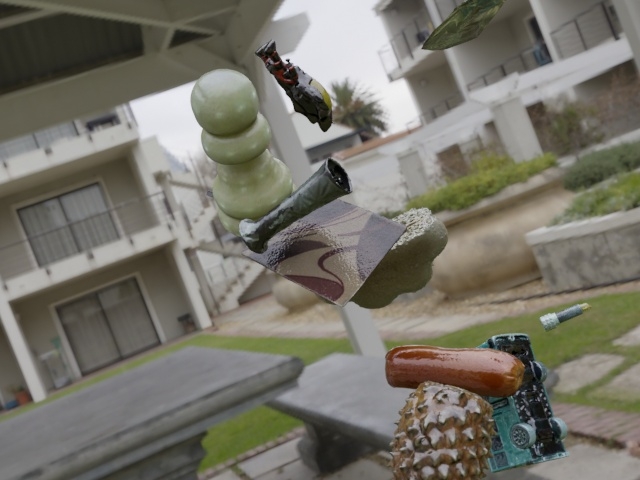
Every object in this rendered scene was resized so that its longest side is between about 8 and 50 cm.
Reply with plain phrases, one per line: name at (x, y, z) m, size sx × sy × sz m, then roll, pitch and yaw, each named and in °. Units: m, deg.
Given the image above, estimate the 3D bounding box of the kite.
kite at (0.299, -0.439, 1.410) m, size 0.169 × 0.015 × 0.310 m, roll -21°, pitch -18°, yaw -32°

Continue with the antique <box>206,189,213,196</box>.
antique at (-0.221, -0.100, 1.996) m, size 0.031 × 0.015 × 0.192 m, roll 15°, pitch -1°, yaw 27°

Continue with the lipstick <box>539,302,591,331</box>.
lipstick at (0.558, 0.168, 1.799) m, size 0.116 × 0.037 × 0.037 m, roll -26°, pitch 0°, yaw 12°

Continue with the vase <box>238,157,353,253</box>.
vase at (-0.036, -0.046, 1.097) m, size 0.167 × 0.059 × 0.059 m, roll -34°, pitch -4°, yaw 24°

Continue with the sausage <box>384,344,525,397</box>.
sausage at (0.249, 0.253, 1.546) m, size 0.300 × 0.089 × 0.083 m, roll -3°, pitch 8°, yaw 34°

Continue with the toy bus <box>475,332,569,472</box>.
toy bus at (0.382, 0.328, 1.600) m, size 0.128 × 0.255 × 0.147 m, roll 3°, pitch -27°, yaw -38°

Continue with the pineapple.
pineapple at (0.175, 0.413, 1.284) m, size 0.175 × 0.360 × 0.175 m, roll 16°, pitch -8°, yaw 2°

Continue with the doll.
doll at (-0.049, -0.360, 1.848) m, size 0.088 × 0.248 × 0.127 m, roll -37°, pitch 16°, yaw 15°

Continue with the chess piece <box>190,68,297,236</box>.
chess piece at (-0.157, -0.183, 1.554) m, size 0.183 × 0.330 × 0.182 m, roll -8°, pitch 42°, yaw 7°

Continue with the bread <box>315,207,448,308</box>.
bread at (0.149, 0.065, 1.841) m, size 0.338 × 0.183 × 0.102 m, roll -27°, pitch 31°, yaw 10°

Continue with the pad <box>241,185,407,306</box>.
pad at (0.000, 0.000, 1.663) m, size 0.330 × 0.004 × 0.220 m, roll 24°, pitch 67°, yaw 42°
